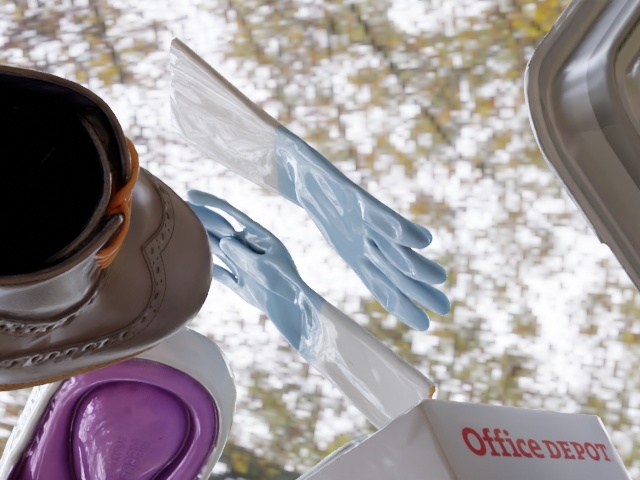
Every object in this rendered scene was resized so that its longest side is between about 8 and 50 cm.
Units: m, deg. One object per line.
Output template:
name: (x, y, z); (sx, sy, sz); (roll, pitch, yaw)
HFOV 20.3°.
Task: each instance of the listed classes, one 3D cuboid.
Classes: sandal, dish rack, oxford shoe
sandal: (-0.159, 0.213, 1.190); (0.169, 0.416, 0.102); (11, -138, -2)
dish rack: (0.261, -0.019, 0.981); (0.333, 0.072, 0.285); (55, -143, -12)
oxford shoe: (-0.122, -0.002, 0.735); (0.363, 0.132, 0.130); (16, -104, -64)

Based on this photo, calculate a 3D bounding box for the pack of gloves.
pack of gloves: (0.000, 0.000, 1.084); (0.046, 0.232, 0.195); (-35, -30, -27)

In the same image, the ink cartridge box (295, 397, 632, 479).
ink cartridge box: (0.088, 0.247, 0.929); (0.198, 0.197, 0.270); (12, -133, -53)
